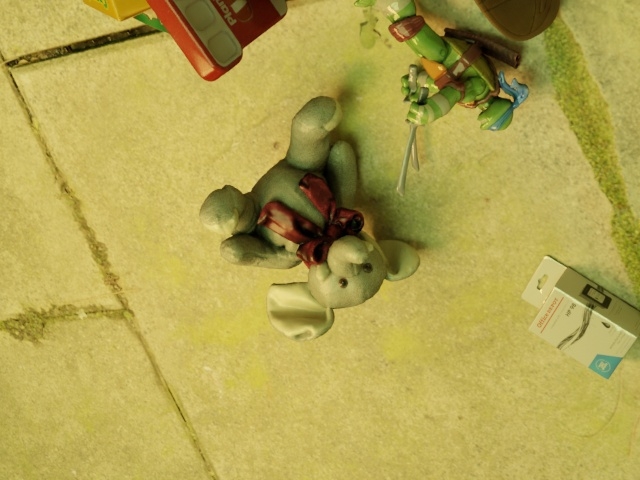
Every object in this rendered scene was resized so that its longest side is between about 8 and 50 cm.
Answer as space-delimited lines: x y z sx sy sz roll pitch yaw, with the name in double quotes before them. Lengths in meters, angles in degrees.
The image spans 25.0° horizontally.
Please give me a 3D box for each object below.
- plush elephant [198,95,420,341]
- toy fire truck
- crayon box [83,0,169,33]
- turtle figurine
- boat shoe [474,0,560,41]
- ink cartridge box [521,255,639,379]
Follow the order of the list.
"plush elephant" 0.000 0.000 2.215 0.255 0.272 0.330 42 163 19
"toy fire truck" -0.172 -0.400 2.046 0.169 0.254 0.302 -25 105 40
"crayon box" -0.332 -0.454 2.163 0.202 0.081 0.319 32 145 61
"turtle figurine" 0.123 -0.223 2.022 0.274 0.198 0.266 -32 97 38
"boat shoe" 0.207 -0.419 1.901 0.123 0.123 0.342 -34 120 8
"ink cartridge box" 0.387 0.116 2.177 0.180 0.060 0.104 32 133 10
